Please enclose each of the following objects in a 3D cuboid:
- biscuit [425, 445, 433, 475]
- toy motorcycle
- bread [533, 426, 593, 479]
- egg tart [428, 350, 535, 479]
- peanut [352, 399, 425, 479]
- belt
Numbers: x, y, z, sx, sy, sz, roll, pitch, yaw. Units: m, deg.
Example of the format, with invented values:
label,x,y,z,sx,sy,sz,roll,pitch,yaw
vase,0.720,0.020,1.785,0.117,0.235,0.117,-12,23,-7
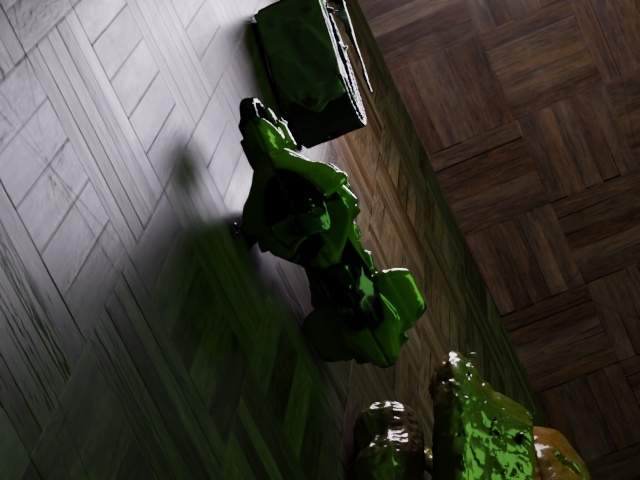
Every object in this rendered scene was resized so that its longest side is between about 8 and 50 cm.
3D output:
label,x,y,z,sx,sy,sz,roll,pitch,yaw
biscuit,0.217,0.343,2.370,0.247,0.029,0.118,36,3,24
toy motorcycle,0.002,-0.001,2.052,0.342,0.142,0.206,60,15,-28
bread,0.322,0.419,2.643,0.179,0.194,0.340,44,24,-51
egg tart,0.187,0.293,2.117,0.341,0.132,0.341,3,90,-88
peanut,0.079,0.243,2.082,0.194,0.083,0.093,-75,156,-74
belt,-0.004,-0.251,2.539,0.139,0.126,0.230,49,23,-64
